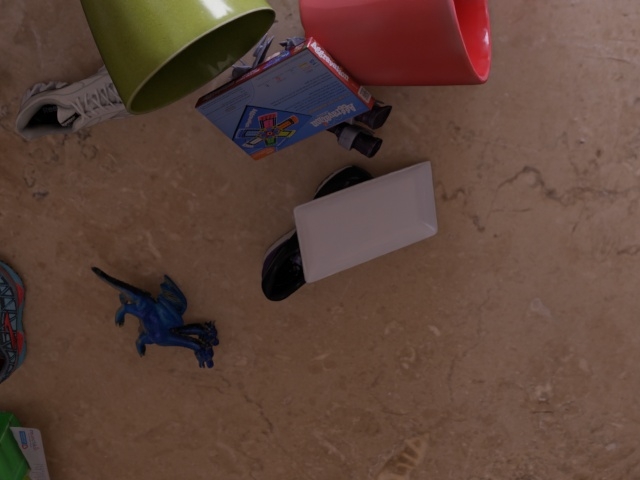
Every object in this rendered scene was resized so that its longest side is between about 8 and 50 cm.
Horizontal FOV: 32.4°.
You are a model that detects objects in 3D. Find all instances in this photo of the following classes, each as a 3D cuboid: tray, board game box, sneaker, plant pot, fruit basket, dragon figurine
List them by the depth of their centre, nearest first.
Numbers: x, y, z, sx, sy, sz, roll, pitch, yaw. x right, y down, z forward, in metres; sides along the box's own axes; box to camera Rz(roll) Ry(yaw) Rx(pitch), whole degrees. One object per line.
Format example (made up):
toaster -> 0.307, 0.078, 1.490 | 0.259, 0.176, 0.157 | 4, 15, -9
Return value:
plant pot -> 0.113, -0.354, 1.681 | 0.243, 0.275, 0.275 | -7, 115, 21
plant pot -> -0.265, -0.392, 1.702 | 0.275, 0.275, 0.293 | -36, 88, 20
board game box -> -0.061, -0.216, 1.736 | 0.281, 0.027, 0.145 | -19, 129, 45
sneaker -> -0.379, -0.235, 1.853 | 0.292, 0.118, 0.110 | -18, 110, 12
tray -> 0.077, -0.036, 1.882 | 0.270, 0.030, 0.145 | -20, 117, -22
sneaker -> 0.000, 0.000, 1.919 | 0.107, 0.124, 0.283 | 35, 114, -11
dragon figurine -> -0.297, 0.125, 2.029 | 0.144, 0.085, 0.289 | -23, 115, 13
sneaker -> -0.610, 0.157, 2.055 | 0.104, 0.125, 0.262 | -1, 115, 6
fruit basket -> -0.693, 0.494, 2.233 | 0.327, 0.165, 0.353 | 1, 131, 6

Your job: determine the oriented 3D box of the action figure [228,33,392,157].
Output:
action figure -> -0.029, -0.231, 1.831 | 0.285, 0.099, 0.185 | 25, 123, 10
